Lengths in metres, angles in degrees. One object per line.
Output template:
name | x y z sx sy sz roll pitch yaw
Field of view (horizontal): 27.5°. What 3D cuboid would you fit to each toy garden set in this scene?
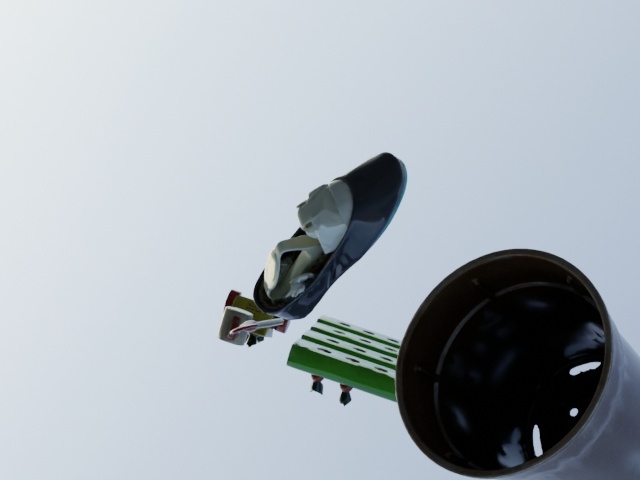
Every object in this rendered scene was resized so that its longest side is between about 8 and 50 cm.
toy garden set | -0.013 0.108 1.249 0.244 0.203 0.049 -22 130 -83

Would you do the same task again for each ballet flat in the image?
ballet flat | 0.000 0.000 1.142 0.203 0.074 0.074 -53 -160 37

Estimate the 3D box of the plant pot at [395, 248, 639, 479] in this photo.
plant pot | 0.169 0.112 0.955 0.167 0.165 0.167 -18 -123 31
